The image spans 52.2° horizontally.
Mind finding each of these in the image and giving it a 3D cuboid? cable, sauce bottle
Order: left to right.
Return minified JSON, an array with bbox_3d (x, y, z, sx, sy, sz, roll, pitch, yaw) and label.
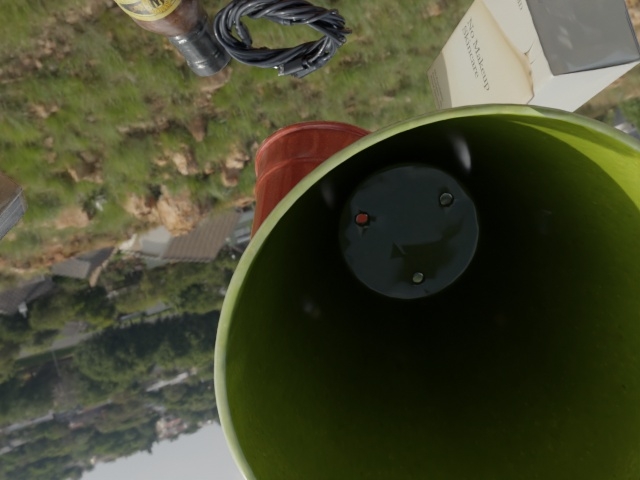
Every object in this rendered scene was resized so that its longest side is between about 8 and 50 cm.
[{"bbox_3d":[-0.225,-0.347,0.827,0.111,0.111,0.344,-24,145,15],"label":"sauce bottle"},{"bbox_3d":[-0.047,-0.264,0.820,0.150,0.047,0.184,21,165,-31],"label":"cable"}]

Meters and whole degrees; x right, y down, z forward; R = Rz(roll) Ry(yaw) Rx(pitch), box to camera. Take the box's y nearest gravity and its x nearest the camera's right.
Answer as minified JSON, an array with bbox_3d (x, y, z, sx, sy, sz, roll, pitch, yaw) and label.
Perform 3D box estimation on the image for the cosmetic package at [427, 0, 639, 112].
[{"bbox_3d":[0.247,-0.220,0.827,0.113,0.160,0.309,-13,170,-9],"label":"cosmetic package"}]

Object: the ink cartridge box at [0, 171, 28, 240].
[{"bbox_3d":[-0.478,-0.044,0.703,0.193,0.234,0.088,-57,-172,-24],"label":"ink cartridge box"}]

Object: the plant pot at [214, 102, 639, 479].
[{"bbox_3d":[0.081,0.033,0.473,0.274,0.275,0.293,-22,-166,5],"label":"plant pot"}]

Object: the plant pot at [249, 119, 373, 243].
[{"bbox_3d":[0.000,0.000,1.041,0.272,0.265,0.272,8,146,5],"label":"plant pot"}]
